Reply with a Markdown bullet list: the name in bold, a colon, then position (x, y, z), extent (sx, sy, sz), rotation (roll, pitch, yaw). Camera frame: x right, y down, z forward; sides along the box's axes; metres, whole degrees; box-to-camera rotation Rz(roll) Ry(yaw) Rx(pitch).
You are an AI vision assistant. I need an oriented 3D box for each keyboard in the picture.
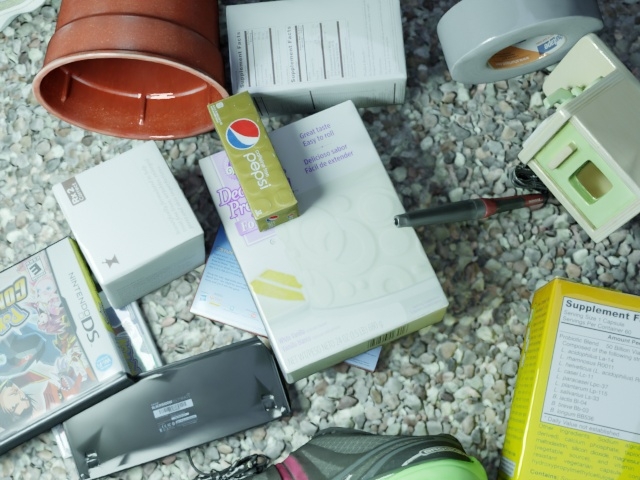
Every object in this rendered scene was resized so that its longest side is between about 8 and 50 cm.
- **keyboard**: position (-0.194, 0.273, 1.349), extent (0.317, 0.033, 0.201), rotation (-18, 87, 0)

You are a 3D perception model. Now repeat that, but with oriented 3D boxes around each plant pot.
- **plant pot**: position (-0.254, -0.317, 1.359), extent (0.272, 0.272, 0.265), rotation (0, 73, 4)

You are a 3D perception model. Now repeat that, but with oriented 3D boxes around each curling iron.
- **curling iron**: position (0.216, -0.056, 1.335), extent (0.274, 0.035, 0.068), rotation (-18, 72, -26)

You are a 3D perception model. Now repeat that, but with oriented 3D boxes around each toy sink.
- **toy sink**: position (0.373, -0.138, 1.315), extent (0.131, 0.153, 0.234), rotation (-34, 81, -22)

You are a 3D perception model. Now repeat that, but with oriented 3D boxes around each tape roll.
- **tape roll**: position (0.276, -0.293, 1.329), extent (0.219, 0.219, 0.072), rotation (-15, 80, 1)

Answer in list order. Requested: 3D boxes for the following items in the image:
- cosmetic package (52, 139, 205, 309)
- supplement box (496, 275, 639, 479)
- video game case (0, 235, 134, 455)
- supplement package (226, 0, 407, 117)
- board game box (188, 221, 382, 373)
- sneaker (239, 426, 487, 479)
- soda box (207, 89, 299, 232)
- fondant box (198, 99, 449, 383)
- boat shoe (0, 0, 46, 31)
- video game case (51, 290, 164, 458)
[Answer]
- **cosmetic package**: position (-0.259, -0.017, 1.324), extent (0.151, 0.183, 0.151), rotation (-28, 81, -13)
- **supplement box**: position (0.352, 0.247, 1.248), extent (0.194, 0.195, 0.356), rotation (13, 82, 5)
- **video game case**: position (-0.432, 0.158, 1.361), extent (0.275, 0.035, 0.248), rotation (-28, 65, -1)
- **supplement package**: position (-0.003, -0.266, 1.383), extent (0.244, 0.139, 0.133), rotation (-5, 82, 2)
- **board game box**: position (-0.034, 0.080, 1.384), extent (0.281, 0.027, 0.145), rotation (18, 82, 6)
- **sneaker**: position (-0.015, 0.362, 1.266), extent (0.483, 0.202, 0.185), rotation (-10, 106, 9)
- **soda box**: position (-0.090, -0.107, 1.292), extent (0.061, 0.058, 0.181), rotation (-22, 74, -5)
- **fondant box**: position (0.000, 0.000, 1.336), extent (0.238, 0.096, 0.330), rotation (-23, 73, -6)
- **boat shoe**: position (-0.450, -0.390, 1.366), extent (0.320, 0.103, 0.118), rotation (-17, 57, 42)
- **video game case**: position (-0.325, 0.186, 1.387), extent (0.183, 0.023, 0.201), rotation (-25, 80, -1)
